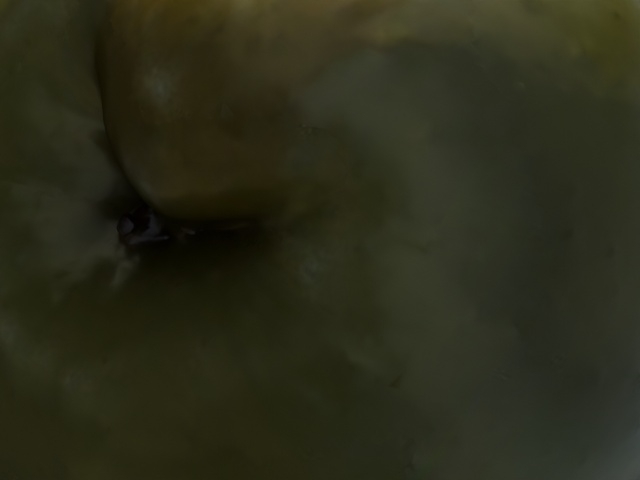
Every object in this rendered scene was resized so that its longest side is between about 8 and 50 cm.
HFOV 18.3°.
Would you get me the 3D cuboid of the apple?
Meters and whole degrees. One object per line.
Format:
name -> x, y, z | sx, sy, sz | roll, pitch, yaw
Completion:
apple -> 0.000, 0.000, 0.454 | 0.200, 0.200, 0.200 | 56, 16, -24
